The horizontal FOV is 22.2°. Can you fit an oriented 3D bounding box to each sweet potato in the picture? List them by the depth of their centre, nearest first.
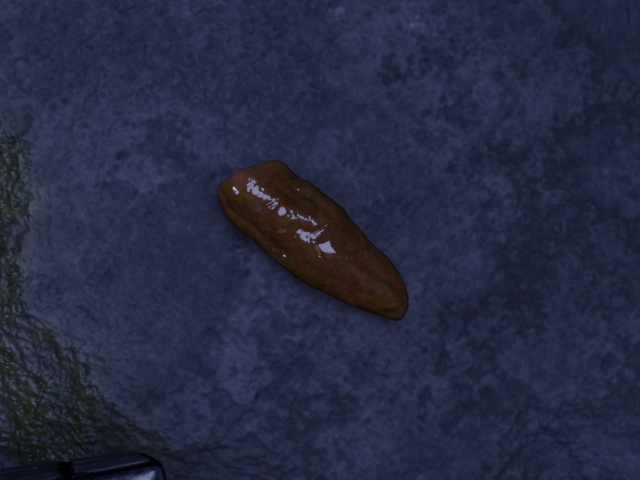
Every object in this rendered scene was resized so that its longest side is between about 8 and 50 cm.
[{"bbox_3d":[0.000,0.000,1.771,0.252,0.097,0.097,36,80,-11],"label":"sweet potato"}]

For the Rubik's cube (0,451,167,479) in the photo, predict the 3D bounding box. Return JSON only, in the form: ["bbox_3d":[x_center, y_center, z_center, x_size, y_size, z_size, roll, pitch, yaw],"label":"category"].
[{"bbox_3d":[-0.297,0.395,1.554,0.344,0.337,0.344,-7,86,-12],"label":"Rubik's cube"}]
